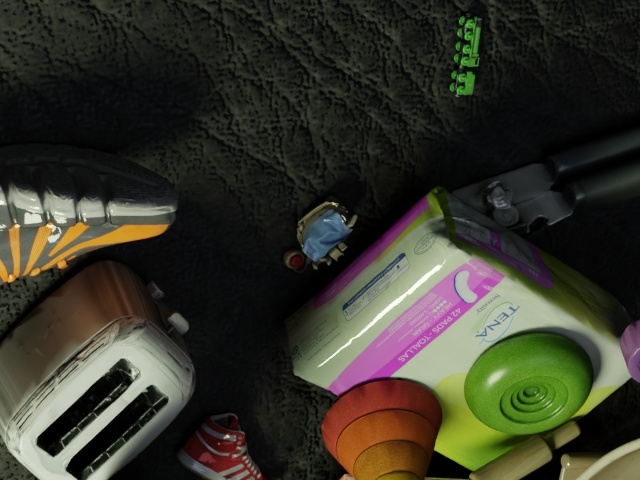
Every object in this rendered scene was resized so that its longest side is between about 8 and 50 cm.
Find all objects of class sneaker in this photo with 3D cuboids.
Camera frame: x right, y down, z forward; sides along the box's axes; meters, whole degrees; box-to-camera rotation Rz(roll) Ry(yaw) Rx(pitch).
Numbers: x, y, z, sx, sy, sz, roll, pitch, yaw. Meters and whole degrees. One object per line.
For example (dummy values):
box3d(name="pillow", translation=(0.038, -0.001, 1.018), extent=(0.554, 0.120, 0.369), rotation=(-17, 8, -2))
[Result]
box3d(name="sneaker", translation=(-0.079, 0.216, 1.799), extent=(0.118, 0.042, 0.067), rotation=(29, 101, -27))
box3d(name="sneaker", translation=(-0.289, 0.016, 1.599), extent=(0.321, 0.124, 0.180), rotation=(0, 115, -11))

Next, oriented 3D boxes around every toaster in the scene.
box3d(name="toaster", translation=(-0.219, 0.133, 1.647), extent=(0.227, 0.146, 0.129), rotation=(-42, 119, -2))

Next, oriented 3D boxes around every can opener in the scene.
box3d(name="can opener", translation=(0.256, -0.053, 1.822), extent=(0.280, 0.074, 0.093), rotation=(-21, 151, -11))

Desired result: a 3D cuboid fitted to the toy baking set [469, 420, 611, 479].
box3d(name="toy baking set", translation=(0.200, 0.301, 1.794), extent=(0.256, 0.030, 0.196), rotation=(-24, 110, -17))

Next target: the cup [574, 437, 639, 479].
box3d(name="cup", translation=(0.392, 0.328, 1.721), extent=(0.331, 0.331, 0.237), rotation=(-66, 160, 12))

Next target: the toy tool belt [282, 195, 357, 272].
box3d(name="toy tool belt", translation=(0.000, 0.000, 1.737), extent=(0.052, 0.051, 0.083), rotation=(39, 93, -30))

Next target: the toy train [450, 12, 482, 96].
box3d(name="toy train", translation=(0.143, -0.180, 1.743), extent=(0.024, 0.017, 0.083), rotation=(-5, 113, -31))

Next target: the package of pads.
box3d(name="package of pads", translation=(0.149, 0.096, 1.770), extent=(0.296, 0.101, 0.229), rotation=(31, 119, -32))

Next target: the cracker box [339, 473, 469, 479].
box3d(name="cracker box", translation=(0.101, 0.307, 1.854), extent=(0.232, 0.067, 0.155), rotation=(6, 145, -24))

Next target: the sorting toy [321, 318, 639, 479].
box3d(name="sorting toy", translation=(0.185, 0.180, 1.699), extent=(0.366, 0.126, 0.127), rotation=(-17, 132, 6))
